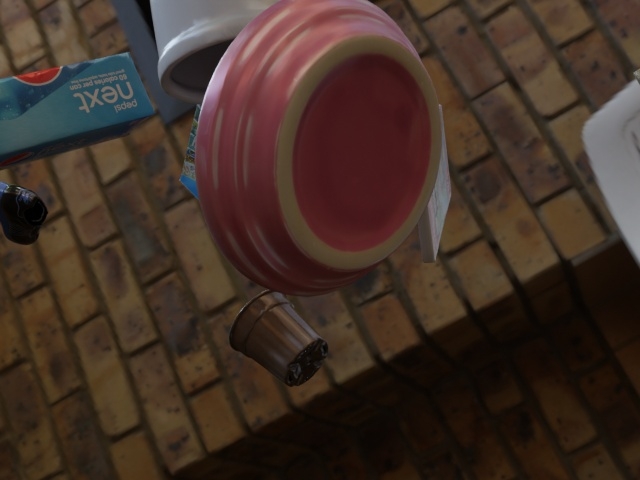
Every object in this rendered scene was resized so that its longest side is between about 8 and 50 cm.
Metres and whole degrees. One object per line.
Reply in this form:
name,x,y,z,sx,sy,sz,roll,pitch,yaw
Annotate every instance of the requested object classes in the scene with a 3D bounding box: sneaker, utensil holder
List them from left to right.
sneaker,-0.619,-0.044,1.995,0.232,0.090,0.081,93,-165,-68
utensil holder,-0.146,-0.473,1.646,0.327,0.327,0.386,29,-130,-74

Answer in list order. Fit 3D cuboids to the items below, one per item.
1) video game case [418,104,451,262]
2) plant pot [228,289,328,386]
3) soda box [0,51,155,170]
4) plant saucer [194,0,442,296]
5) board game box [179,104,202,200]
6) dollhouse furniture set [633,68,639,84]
video game case,0.215,-0.115,1.810,0.285,0.025,0.204,-66,-31,-58
plant pot,-0.083,0.218,2.031,0.165,0.167,0.167,39,176,31
soda box,-0.272,-0.119,0.909,0.210,0.067,0.071,-22,-91,-38
plant saucer,0.021,-0.097,1.015,0.084,0.332,0.332,15,150,46
board game box,-0.175,-0.208,1.978,0.097,0.304,0.224,-5,-147,-37
dollhouse furniture set,0.683,-0.267,1.370,0.152,0.374,0.201,30,-154,-50
